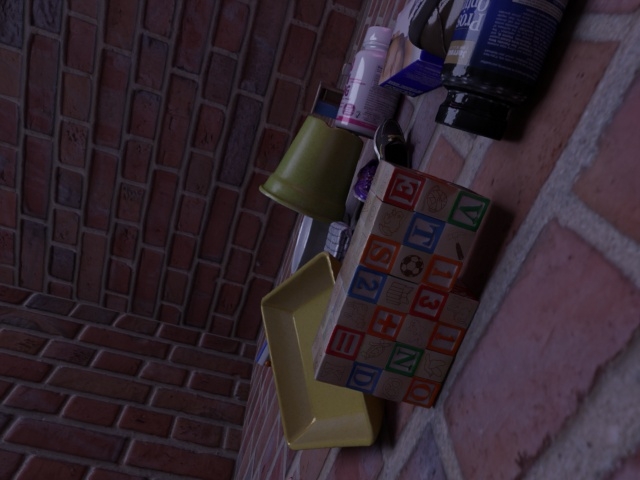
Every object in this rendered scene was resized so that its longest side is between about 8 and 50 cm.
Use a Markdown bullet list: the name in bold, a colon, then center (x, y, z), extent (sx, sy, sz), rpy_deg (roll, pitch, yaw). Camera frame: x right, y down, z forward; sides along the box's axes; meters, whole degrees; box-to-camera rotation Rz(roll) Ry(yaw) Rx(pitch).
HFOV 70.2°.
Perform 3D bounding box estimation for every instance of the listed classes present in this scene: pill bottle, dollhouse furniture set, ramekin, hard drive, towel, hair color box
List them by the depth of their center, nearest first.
- **pill bottle**: center (0.231, -0.250, 0.592), extent (0.123, 0.122, 0.219), rpy_deg (-101, 26, -71)
- **hair color box**: center (0.232, -0.433, 0.983), extent (0.339, 0.110, 0.185), rpy_deg (-113, 39, -79)
- **towel**: center (0.058, 0.101, 1.109), extent (0.235, 0.121, 0.284), rpy_deg (-149, 73, -83)
- **pill bottle**: center (0.155, -0.441, 1.299), extent (0.160, 0.160, 0.283), rpy_deg (-113, 39, -76)
- **ramekin**: center (0.000, 0.000, 1.591), extent (0.277, 0.135, 0.277), rpy_deg (-165, 90, -81)
- **hard drive**: center (-0.117, 0.271, 1.628), extent (0.319, 0.040, 0.210), rpy_deg (-63, -7, 14)
- **dollhouse furniture set**: center (0.079, -0.545, 1.851), extent (0.303, 0.198, 0.287), rpy_deg (-85, 14, -50)

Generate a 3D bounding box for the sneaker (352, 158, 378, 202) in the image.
- **sneaker**: center (0.133, -0.169, 1.279), extent (0.071, 0.068, 0.170), rpy_deg (123, 162, -45)

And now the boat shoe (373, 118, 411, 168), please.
- **boat shoe**: center (0.172, -0.199, 1.052), extent (0.069, 0.081, 0.228), rpy_deg (124, 153, -57)

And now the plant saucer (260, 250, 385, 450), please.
- **plant saucer**: center (0.002, 0.228, 0.906), extent (0.332, 0.080, 0.333), rpy_deg (-39, 59, 52)

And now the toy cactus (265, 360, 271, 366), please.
- **toy cactus**: center (-0.106, 0.372, 1.549), extent (0.219, 0.112, 0.181), rpy_deg (93, -160, -81)

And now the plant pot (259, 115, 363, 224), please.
- **plant pot**: center (-0.004, -0.212, 1.331), extent (0.276, 0.276, 0.254), rpy_deg (-109, 43, -75)

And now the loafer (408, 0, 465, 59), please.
- **loafer**: center (0.284, -0.420, 0.671), extent (0.133, 0.130, 0.366), rpy_deg (-28, -18, -40)

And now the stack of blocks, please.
- **stack of blocks**: center (0.116, 0.061, 0.616), extent (0.087, 0.171, 0.297), rpy_deg (-104, 32, -73)

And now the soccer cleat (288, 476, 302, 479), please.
- **soccer cleat**: center (-0.092, 0.697, 1.170), extent (0.076, 0.068, 0.196), rpy_deg (-100, 29, -64)
